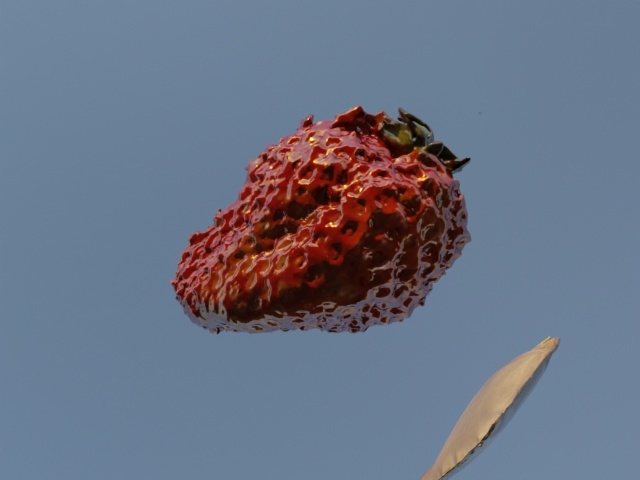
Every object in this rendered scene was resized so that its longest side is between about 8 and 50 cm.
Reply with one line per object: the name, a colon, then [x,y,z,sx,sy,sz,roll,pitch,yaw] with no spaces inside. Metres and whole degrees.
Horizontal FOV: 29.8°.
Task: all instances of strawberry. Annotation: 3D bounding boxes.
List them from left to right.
strawberry: [0.005,0.005,0.897,0.175,0.107,0.236,38,-83,-3]

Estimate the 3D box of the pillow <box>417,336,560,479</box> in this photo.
pillow: [0.177,0.176,1.243,0.038,0.233,0.130,47,-54,3]
